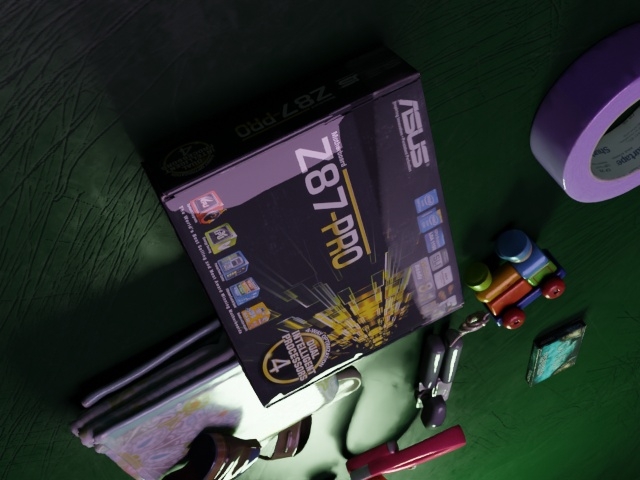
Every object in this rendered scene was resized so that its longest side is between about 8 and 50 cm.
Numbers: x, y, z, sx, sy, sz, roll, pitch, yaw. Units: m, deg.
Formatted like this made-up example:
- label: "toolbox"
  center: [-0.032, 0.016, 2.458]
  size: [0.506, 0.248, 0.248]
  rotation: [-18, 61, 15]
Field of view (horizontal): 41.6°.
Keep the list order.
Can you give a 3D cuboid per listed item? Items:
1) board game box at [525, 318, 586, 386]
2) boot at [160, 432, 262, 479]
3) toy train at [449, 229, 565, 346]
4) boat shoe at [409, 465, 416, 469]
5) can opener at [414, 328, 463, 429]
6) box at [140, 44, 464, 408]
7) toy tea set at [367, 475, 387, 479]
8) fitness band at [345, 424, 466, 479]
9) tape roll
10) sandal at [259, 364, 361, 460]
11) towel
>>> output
- label: "board game box"
  center: [0.536, 0.258, 1.926]
  size: [0.126, 0.026, 0.186]
  rotation: [-24, 145, -10]
- label: "boot"
  center: [-0.181, 0.387, 1.336]
  size: [0.106, 0.082, 0.219]
  rotation: [10, 128, -44]
- label: "toy train"
  center: [0.291, 0.090, 1.466]
  size: [0.248, 0.105, 0.143]
  rotation: [-40, 135, 13]
- label: "boat shoe"
  center: [0.212, 0.531, 2.010]
  size: [0.100, 0.035, 0.035]
  rotation: [7, 130, -42]
- label: "can opener"
  center: [0.238, 0.275, 1.663]
  size: [0.074, 0.093, 0.280]
  rotation: [-16, 141, -12]
- label: "box"
  center: [0.000, 0.000, 1.050]
  size: [0.318, 0.097, 0.395]
  rotation: [-27, 132, -11]
- label: "toy tea set"
  center: [0.034, 0.663, 1.922]
  size: [0.336, 0.124, 0.200]
  rotation: [-48, 144, 8]
- label: "fitness band"
  center: [0.179, 0.457, 1.805]
  size: [0.209, 0.054, 0.291]
  rotation: [-3, 156, -39]
- label: "tape roll"
  center: [0.450, -0.185, 1.245]
  size: [0.275, 0.090, 0.274]
  rotation: [-21, 145, -16]
- label: "sandal"
  center: [-0.049, 0.331, 1.500]
  size: [0.303, 0.086, 0.120]
  rotation: [-34, 154, 0]
- label: "towel"
  center: [-0.163, 0.247, 1.319]
  size: [0.374, 0.090, 0.320]
  rotation: [-28, 149, -6]
